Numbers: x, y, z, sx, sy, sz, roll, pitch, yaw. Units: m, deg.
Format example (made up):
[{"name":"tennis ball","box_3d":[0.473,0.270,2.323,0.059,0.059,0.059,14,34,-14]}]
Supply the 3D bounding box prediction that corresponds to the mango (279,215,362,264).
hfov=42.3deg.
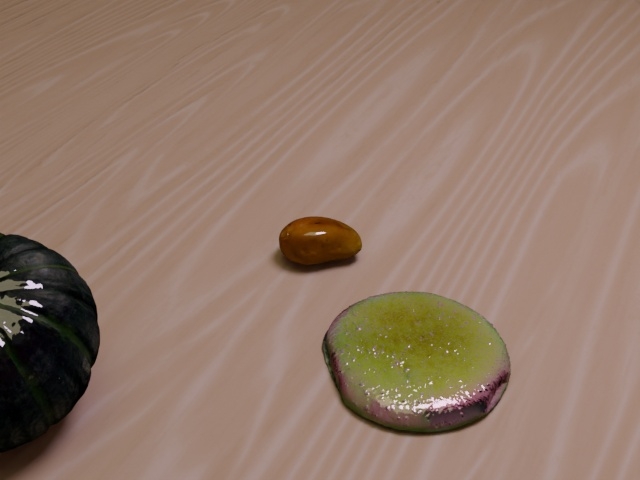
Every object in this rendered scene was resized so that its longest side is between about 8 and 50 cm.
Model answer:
[{"name":"mango","box_3d":[0.000,0.000,1.137,0.114,0.061,0.080,0,23,1]}]

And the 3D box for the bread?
[{"name":"bread","box_3d":[0.113,0.134,0.987,0.228,0.034,0.228,1,39,-1]}]

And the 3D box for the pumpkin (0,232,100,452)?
[{"name":"pumpkin","box_3d":[-0.363,0.108,0.878,0.249,0.216,0.250,7,66,-16]}]
